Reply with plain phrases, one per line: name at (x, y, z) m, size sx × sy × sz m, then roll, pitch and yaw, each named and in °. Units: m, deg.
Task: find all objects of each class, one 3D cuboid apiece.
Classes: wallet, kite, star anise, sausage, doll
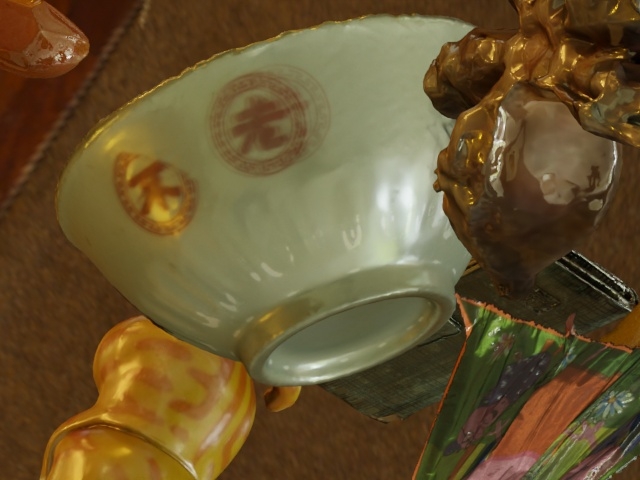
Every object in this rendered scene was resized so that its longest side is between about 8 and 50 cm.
wallet at (0.128, 0.086, 1.576) m, size 0.317 × 0.169 × 0.044 m, roll -28°, pitch 44°, yaw 36°
kite at (0.074, 0.082, 0.593) m, size 0.234 × 0.321 × 0.016 m, roll -48°, pitch 64°, yaw 14°
star anise at (0.086, -0.078, 0.577) m, size 0.063 × 0.208 × 0.172 m, roll 4°, pitch 76°, yaw -17°
sausage at (-0.333, -0.224, 1.750) m, size 0.179 × 0.089 × 0.089 m, roll 17°, pitch 71°, yaw 21°
doll at (-0.154, 0.193, 1.491) m, size 0.162 × 0.167 × 0.270 m, roll -4°, pitch 45°, yaw 41°

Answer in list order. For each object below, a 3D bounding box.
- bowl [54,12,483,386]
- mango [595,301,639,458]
bowl at (0.000, 0.000, 1.133) m, size 0.337 × 0.337 × 0.158 m, roll -20°, pitch 69°, yaw 0°
mango at (0.336, 0.113, 1.388) m, size 0.193 × 0.316 × 0.146 m, roll 59°, pitch 42°, yaw -11°
